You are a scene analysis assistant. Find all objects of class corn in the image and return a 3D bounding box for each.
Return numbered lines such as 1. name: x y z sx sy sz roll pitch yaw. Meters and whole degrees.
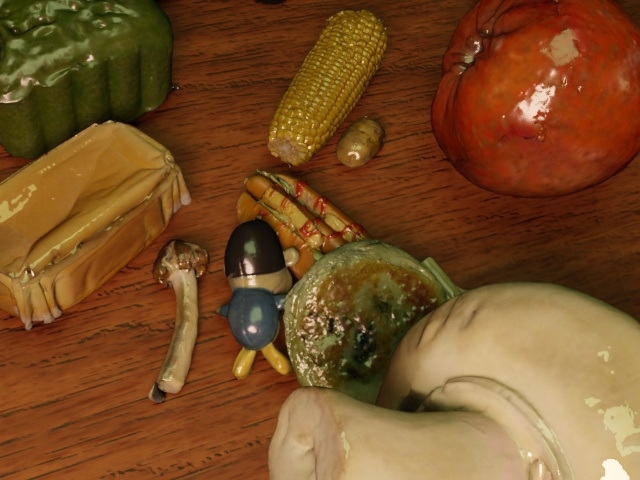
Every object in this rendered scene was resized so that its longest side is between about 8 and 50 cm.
1. corn: 0.011 -0.200 1.195 0.091 0.091 0.260 42 55 -20

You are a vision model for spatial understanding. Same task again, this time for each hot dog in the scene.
1. hot dog: 0.000 0.000 1.049 0.104 0.076 0.250 -36 68 -29

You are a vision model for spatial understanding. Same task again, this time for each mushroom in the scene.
1. mushroom: -0.150 0.078 0.977 0.060 0.061 0.187 6 56 -11
2. mushroom: 0.142 0.192 0.799 0.356 0.315 0.315 3 52 4

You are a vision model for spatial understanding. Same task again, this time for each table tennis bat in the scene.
1. table tennis bat: 0.167 0.078 1.055 0.087 0.013 0.156 -26 62 -25

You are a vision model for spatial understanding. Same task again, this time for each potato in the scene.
1. potato: 0.051 -0.122 1.172 0.051 0.040 0.083 21 50 23

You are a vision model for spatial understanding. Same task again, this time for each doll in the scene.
1. doll: -0.065 0.058 0.990 0.102 0.089 0.179 -7 72 17

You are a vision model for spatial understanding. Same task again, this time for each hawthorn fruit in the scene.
1. hawthorn fruit: 0.297 -0.174 1.130 0.307 0.276 0.276 12 50 -18

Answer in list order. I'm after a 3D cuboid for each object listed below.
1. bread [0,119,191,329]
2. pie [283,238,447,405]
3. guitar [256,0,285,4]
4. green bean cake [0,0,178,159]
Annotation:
1. bread: -0.264 -0.021 1.001 0.136 0.107 0.241 34 55 20
2. pie: 0.051 0.091 0.959 0.187 0.041 0.187 2 85 -19
3. guitar: -0.025 -0.442 1.407 0.084 0.038 0.271 31 54 13
4. green bean cake: -0.328 -0.249 1.136 0.247 0.156 0.250 -27 61 -25
